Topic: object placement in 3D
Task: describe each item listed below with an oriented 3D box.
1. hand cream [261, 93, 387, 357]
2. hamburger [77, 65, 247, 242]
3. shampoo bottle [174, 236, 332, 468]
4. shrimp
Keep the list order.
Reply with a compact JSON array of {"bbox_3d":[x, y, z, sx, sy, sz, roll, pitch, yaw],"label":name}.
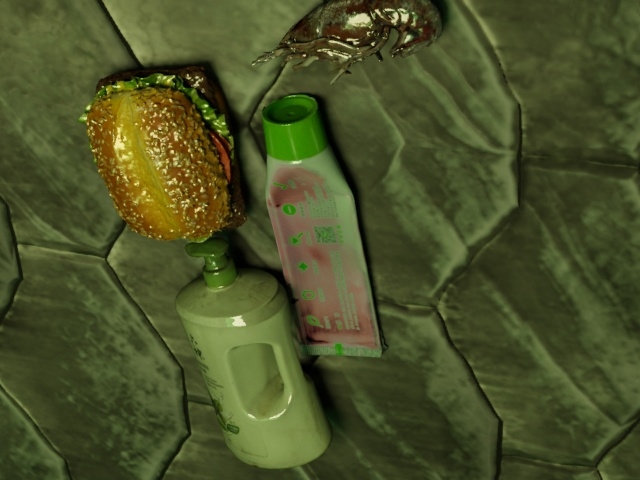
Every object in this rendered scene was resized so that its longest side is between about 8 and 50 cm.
[{"bbox_3d":[0.000,0.001,1.021,0.079,0.050,0.275,20,136,38],"label":"hand cream"},{"bbox_3d":[-0.140,-0.067,0.992,0.137,0.087,0.166,-3,121,21],"label":"hamburger"},{"bbox_3d":[-0.070,0.102,1.077,0.118,0.087,0.234,6,125,37],"label":"shampoo bottle"},{"bbox_3d":[0.017,-0.161,0.897,0.165,0.057,0.065,-16,122,30],"label":"shrimp"}]
